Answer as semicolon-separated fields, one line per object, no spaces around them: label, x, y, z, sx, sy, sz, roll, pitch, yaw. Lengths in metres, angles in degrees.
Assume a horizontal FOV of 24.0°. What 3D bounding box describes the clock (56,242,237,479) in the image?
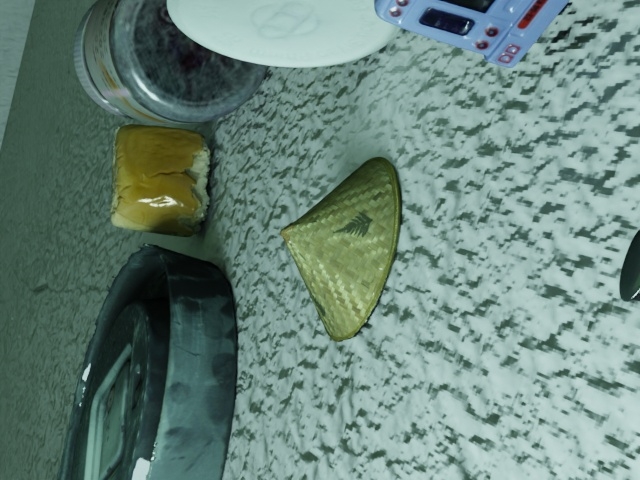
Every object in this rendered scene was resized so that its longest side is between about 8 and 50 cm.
clock;-0.180;0.195;1.504;0.386;0.076;0.386;-167;90;-70

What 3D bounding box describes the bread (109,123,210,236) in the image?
bread;-0.168;-0.068;1.591;0.082;0.106;0.125;134;141;-57

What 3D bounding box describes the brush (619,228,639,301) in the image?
brush;0.168;-0.008;0.767;0.024;0.008;0.083;-149;73;-71

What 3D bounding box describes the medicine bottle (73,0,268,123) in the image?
medicine bottle;-0.162;-0.202;1.569;0.273;0.165;0.165;-172;94;-71

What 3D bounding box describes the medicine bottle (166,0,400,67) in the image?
medicine bottle;-0.016;-0.314;1.196;0.190;0.190;0.332;139;140;-59

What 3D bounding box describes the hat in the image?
hat;0.000;0.000;1.138;0.146;0.067;0.146;-167;90;-71

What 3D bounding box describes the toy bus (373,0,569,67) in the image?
toy bus;0.097;-0.261;0.935;0.125;0.133;0.292;128;148;-51
